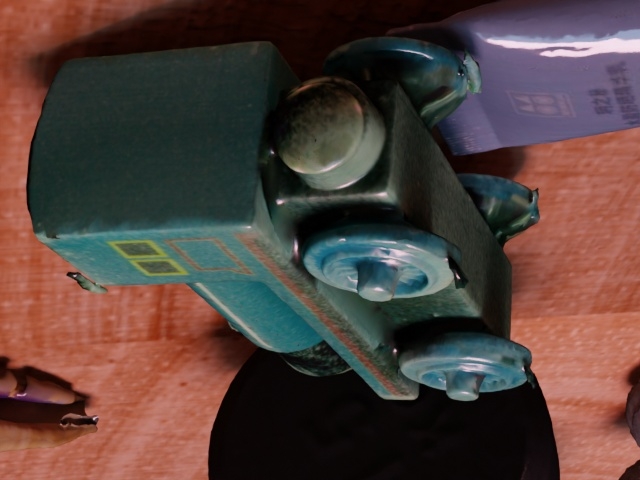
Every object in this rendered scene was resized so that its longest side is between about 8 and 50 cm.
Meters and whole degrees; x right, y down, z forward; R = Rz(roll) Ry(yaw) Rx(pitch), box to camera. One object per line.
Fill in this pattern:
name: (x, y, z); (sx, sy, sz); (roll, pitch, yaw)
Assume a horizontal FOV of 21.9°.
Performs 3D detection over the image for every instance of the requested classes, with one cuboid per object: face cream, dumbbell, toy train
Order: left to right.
toy train: (0.000, 0.000, 0.825); (0.194, 0.120, 0.298); (-3, 158, 18)
dumbbell: (0.058, 0.190, 1.061); (0.203, 0.204, 0.322); (-15, 148, 3)
face cream: (0.231, -0.109, 0.767); (0.385, 0.086, 0.135); (-12, 155, 14)

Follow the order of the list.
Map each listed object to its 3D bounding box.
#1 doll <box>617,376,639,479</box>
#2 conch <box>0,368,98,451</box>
doll: (0.375, 0.142, 1.188); (0.340, 0.158, 0.246); (2, 116, 3)
conch: (-0.257, 0.110, 0.919); (0.093, 0.109, 0.330); (-30, 163, 29)
